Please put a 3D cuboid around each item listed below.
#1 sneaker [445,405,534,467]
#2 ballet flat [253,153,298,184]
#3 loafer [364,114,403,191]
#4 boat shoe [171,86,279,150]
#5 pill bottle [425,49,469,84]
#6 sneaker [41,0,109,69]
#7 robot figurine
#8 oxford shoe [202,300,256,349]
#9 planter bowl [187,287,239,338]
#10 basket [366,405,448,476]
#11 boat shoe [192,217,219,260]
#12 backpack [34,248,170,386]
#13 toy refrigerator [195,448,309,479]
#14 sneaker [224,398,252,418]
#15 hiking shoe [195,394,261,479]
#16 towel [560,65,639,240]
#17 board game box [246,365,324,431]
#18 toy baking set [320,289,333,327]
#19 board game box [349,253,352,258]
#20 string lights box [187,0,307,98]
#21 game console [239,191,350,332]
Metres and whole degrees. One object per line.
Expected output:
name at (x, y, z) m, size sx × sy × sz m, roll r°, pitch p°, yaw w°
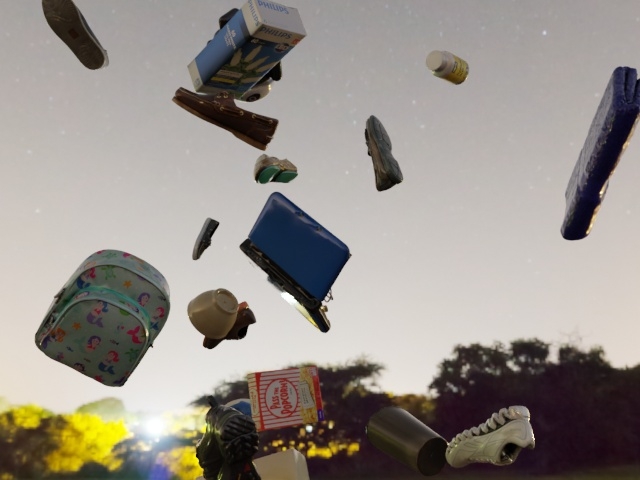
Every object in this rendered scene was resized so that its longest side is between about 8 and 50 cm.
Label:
sneaker at (0.453, 0.557, 1.739) m, size 0.110 × 0.118 × 0.292 m, roll 15°, pitch -46°, yaw -33°
ballet flat at (-0.123, -0.175, 1.567) m, size 0.073 × 0.067 × 0.206 m, roll -44°, pitch -12°, yaw 14°
loafer at (0.170, -0.265, 1.953) m, size 0.084 × 0.267 × 0.096 m, roll -34°, pitch -39°, yaw 27°
boat shoe at (-0.181, -0.252, 1.252) m, size 0.207 × 0.073 × 0.073 m, roll 25°, pitch 18°, yaw -12°
pill bottle at (0.303, -0.417, 1.547) m, size 0.065 × 0.065 × 0.116 m, roll -16°, pitch -13°, yaw 40°
sneaker at (-0.630, -0.536, 1.661) m, size 0.083 × 0.222 × 0.118 m, roll -30°, pitch 15°, yaw -2°
robot figurine at (-0.234, -0.561, 1.984) m, size 0.174 × 0.209 × 0.278 m, roll -21°, pitch -49°, yaw -18°
oxford shoe at (-0.329, 0.330, 2.311) m, size 0.271 × 0.098 × 0.097 m, roll -45°, pitch -13°, yaw 34°
planter bowl at (-0.331, 0.221, 2.077) m, size 0.162 × 0.162 × 0.109 m, roll 21°, pitch -53°, yaw -42°
basket at (0.291, 0.644, 2.059) m, size 0.204 × 0.154 × 0.227 m, roll 22°, pitch -4°, yaw -30°
boat shoe at (-0.342, -0.003, 1.920) m, size 0.040 × 0.142 × 0.049 m, roll 16°, pitch -21°, yaw 7°
backpack at (-0.433, 0.154, 1.319) m, size 0.225 × 0.253 × 0.191 m, roll 34°, pitch 3°, yaw -19°
toy refrigerator at (-0.171, 0.620, 1.636) m, size 0.270 × 0.094 × 0.102 m, roll -18°, pitch -34°, yaw 7°
sneaker at (-0.204, 0.510, 1.873) m, size 0.152 × 0.084 × 0.058 m, roll 11°, pitch -51°, yaw -34°
hiking shoe at (-0.152, 0.365, 1.046) m, size 0.086 × 0.226 × 0.114 m, roll -5°, pitch 17°, yaw -35°
towel at (0.568, -0.169, 1.287) m, size 0.076 × 0.227 × 0.308 m, roll 17°, pitch -51°, yaw 12°
board game box at (-0.090, 0.409, 1.676) m, size 0.194 × 0.146 × 0.045 m, roll 1°, pitch -17°, yaw -35°
toy baking set at (0.000, 0.179, 2.111) m, size 0.030 × 0.197 × 0.256 m, roll -12°, pitch -59°, yaw -19°
board game box at (0.000, 0.000, 1.970) m, size 0.141 × 0.048 × 0.170 m, roll 39°, pitch -3°, yaw -34°
string lights box at (-0.168, -0.424, 1.441) m, size 0.133 × 0.076 × 0.260 m, roll -4°, pitch -20°, yaw -46°
game console at (-0.052, 0.060, 1.677) m, size 0.293 × 0.173 × 0.250 m, roll 40°, pitch -13°, yaw 29°
